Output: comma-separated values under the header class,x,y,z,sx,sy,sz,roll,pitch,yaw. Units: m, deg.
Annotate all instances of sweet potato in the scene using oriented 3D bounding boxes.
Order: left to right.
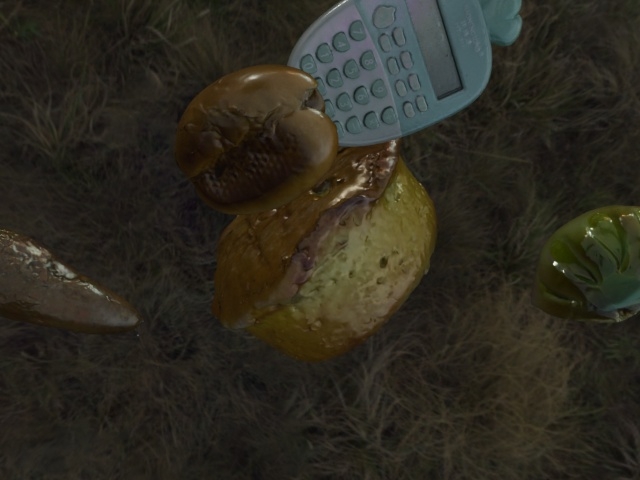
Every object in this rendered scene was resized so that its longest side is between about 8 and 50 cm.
class,x,y,z,sx,sy,sz,roll,pitch,yaw
sweet potato,-0.365,0.037,0.685,0.342,0.092,0.114,6,121,-3

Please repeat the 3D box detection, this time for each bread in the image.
class,x,y,z,sx,sy,sz,roll,pitch,yaw
bread,0.000,0.000,0.981,0.215,0.398,0.398,43,72,-22
bread,0.430,0.032,0.963,0.261,0.158,0.156,-43,79,24

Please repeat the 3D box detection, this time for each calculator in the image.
class,x,y,z,sx,sy,sz,roll,pitch,yaw
calculator,0.100,-0.218,0.747,0.295,0.042,0.184,-24,119,1

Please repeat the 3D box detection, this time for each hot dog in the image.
class,x,y,z,sx,sy,sz,roll,pitch,yaw
hot dog,-0.048,-0.061,0.414,0.089,0.140,0.060,52,38,-12
